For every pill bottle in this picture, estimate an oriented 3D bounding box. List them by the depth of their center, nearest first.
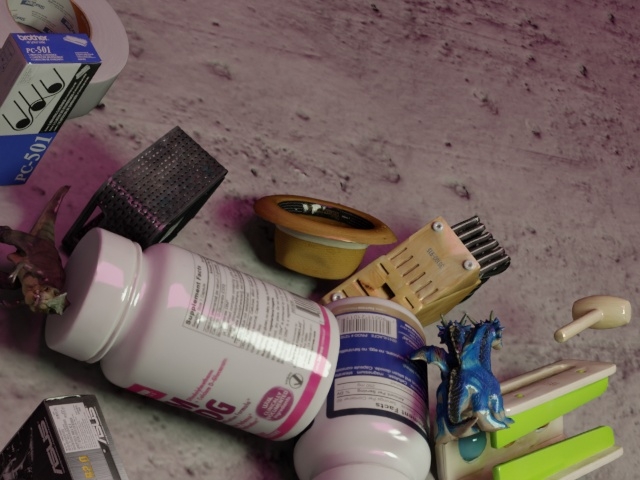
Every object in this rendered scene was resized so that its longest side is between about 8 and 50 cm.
[{"bbox_3d":[-0.136,0.099,1.346,0.283,0.160,0.160,23,41,-23],"label":"pill bottle"},{"bbox_3d":[0.046,0.204,1.415,0.153,0.153,0.265,26,40,-21],"label":"pill bottle"}]

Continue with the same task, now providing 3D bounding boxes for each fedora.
[{"bbox_3d":[0.000,0.000,1.610,0.194,0.079,0.194,14,13,-3],"label":"fedora"}]

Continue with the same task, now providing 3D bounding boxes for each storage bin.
[{"bbox_3d":[-0.200,-0.039,1.456,0.084,0.122,0.180,42,37,-1],"label":"storage bin"}]

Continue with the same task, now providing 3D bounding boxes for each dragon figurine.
[{"bbox_3d":[0.153,0.146,1.394,0.289,0.085,0.144,6,67,-70],"label":"dragon figurine"}]

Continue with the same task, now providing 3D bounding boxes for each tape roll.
[{"bbox_3d":[-0.352,-0.256,1.575,0.219,0.072,0.219,24,41,-23],"label":"tape roll"}]

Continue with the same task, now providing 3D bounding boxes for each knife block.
[{"bbox_3d":[0.132,0.068,1.704,0.275,0.242,0.088,-35,75,-7],"label":"knife block"}]

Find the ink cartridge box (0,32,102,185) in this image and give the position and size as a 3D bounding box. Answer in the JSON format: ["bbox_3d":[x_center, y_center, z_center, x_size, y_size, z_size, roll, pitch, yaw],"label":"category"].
[{"bbox_3d":[-0.327,-0.139,1.367,0.097,0.207,0.046,-9,60,-47],"label":"ink cartridge box"}]

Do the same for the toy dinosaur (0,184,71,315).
[{"bbox_3d":[-0.322,0.015,1.326,0.118,0.064,0.268,-1,30,-10],"label":"toy dinosaur"}]

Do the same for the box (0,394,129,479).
[{"bbox_3d":[-0.216,0.276,1.079,0.056,0.183,0.231,0,54,-44],"label":"box"}]

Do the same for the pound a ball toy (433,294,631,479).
[{"bbox_3d":[0.274,0.196,1.618,0.319,0.135,0.208,-12,98,-48],"label":"pound a ball toy"}]
